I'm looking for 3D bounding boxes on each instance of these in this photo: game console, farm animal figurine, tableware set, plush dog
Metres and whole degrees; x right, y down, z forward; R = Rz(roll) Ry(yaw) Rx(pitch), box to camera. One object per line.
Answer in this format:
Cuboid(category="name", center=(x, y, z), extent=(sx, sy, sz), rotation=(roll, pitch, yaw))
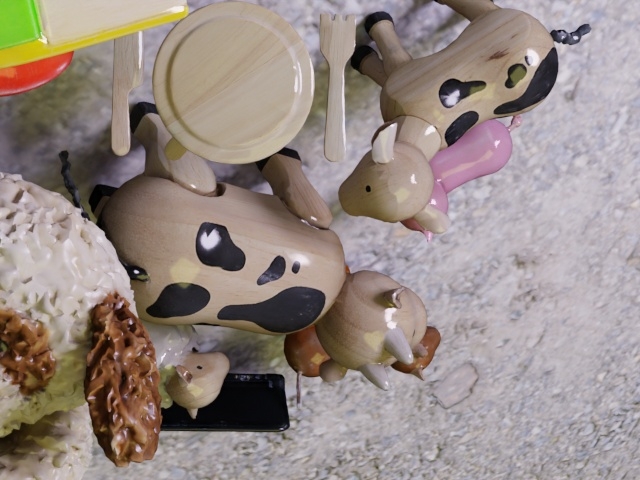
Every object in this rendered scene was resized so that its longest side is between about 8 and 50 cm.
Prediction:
Cuboid(category="game console", center=(-0.088, 0.139, 0.796), extent=(0.122, 0.071, 0.107), rotation=(3, 141, -6))
Cuboid(category="farm animal figurine", center=(0.000, 0.000, 0.674), extent=(0.326, 0.172, 0.330), rotation=(-2, 129, -25))
Cuboid(category="tableware set", center=(-0.046, -0.139, 0.571), extent=(0.128, 0.039, 0.194), rotation=(2, 95, -5))
Cuboid(category="plush dog", center=(-0.186, 0.069, 0.572), extent=(0.225, 0.262, 0.210), rotation=(-54, 174, 26))

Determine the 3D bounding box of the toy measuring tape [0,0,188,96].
Cuboid(category="toy measuring tape", center=(-0.104, -0.150, 0.505), extent=(0.330, 0.121, 0.121), rotation=(-22, 136, -23))
